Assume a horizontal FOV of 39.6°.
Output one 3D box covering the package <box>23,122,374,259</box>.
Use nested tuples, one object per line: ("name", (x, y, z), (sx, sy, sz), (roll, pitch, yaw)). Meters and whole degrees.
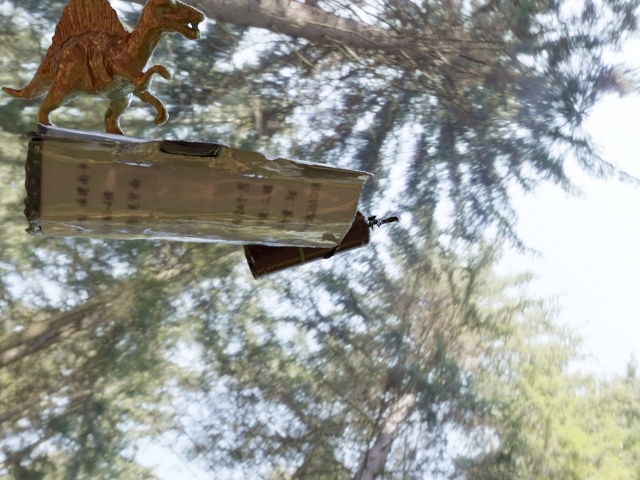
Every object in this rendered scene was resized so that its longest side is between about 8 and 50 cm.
("package", (-0.095, -0.019, 0.615), (0.204, 0.251, 0.062), (5, -101, -13))

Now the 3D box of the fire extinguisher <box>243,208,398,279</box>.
("fire extinguisher", (0.000, 0.000, 0.780), (0.132, 0.056, 0.039), (-17, -84, -12))

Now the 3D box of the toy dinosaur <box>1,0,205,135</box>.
("toy dinosaur", (-0.198, -0.151, 0.742), (0.212, 0.057, 0.142), (20, -63, 18))
